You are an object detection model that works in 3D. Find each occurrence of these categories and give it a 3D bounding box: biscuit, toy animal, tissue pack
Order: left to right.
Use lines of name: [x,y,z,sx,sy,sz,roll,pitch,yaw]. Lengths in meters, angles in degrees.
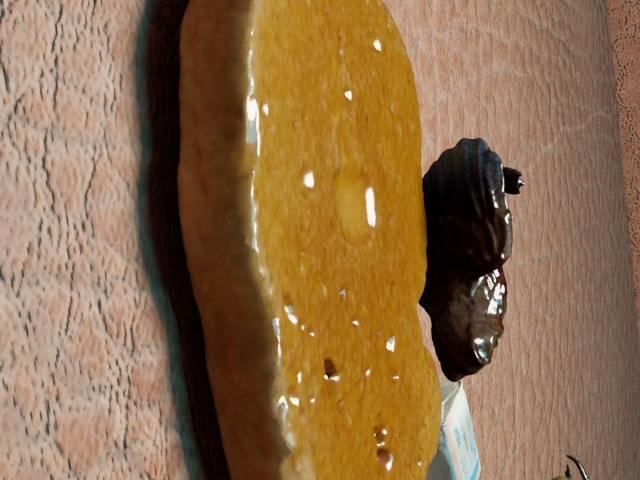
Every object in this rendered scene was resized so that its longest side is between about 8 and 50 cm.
biscuit: [-0.001,0.000,0.901,0.350,0.078,0.455,-10,96,-73]
tissue pack: [0.099,0.175,1.160,0.074,0.059,0.094,-57,138,-56]
toy animal: [0.096,0.022,1.102,0.218,0.116,0.179,109,-7,-58]

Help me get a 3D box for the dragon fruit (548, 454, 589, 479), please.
dragon fruit: [0.128,0.285,0.928,0.293,0.234,0.234,-66,166,17]
